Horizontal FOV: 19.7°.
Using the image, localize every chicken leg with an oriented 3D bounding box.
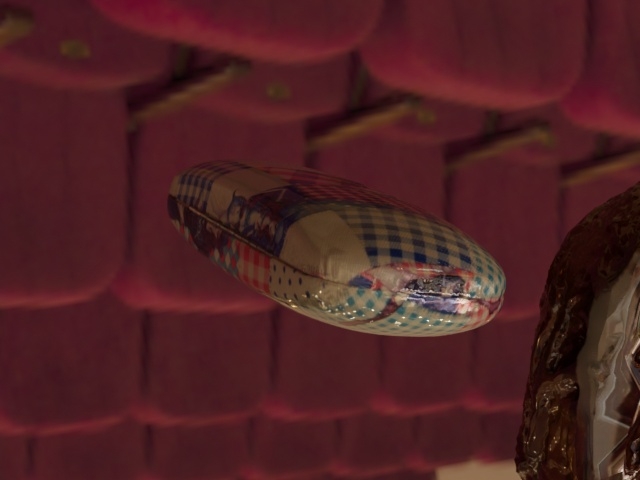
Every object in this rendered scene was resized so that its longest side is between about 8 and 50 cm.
[{"bbox_3d":[0.214,0.036,1.095,0.158,0.407,0.096,29,-172,18],"label":"chicken leg"}]

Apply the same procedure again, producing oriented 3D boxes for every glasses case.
[{"bbox_3d":[0.000,0.000,1.139,0.125,0.076,0.327,5,-172,-23],"label":"glasses case"}]
